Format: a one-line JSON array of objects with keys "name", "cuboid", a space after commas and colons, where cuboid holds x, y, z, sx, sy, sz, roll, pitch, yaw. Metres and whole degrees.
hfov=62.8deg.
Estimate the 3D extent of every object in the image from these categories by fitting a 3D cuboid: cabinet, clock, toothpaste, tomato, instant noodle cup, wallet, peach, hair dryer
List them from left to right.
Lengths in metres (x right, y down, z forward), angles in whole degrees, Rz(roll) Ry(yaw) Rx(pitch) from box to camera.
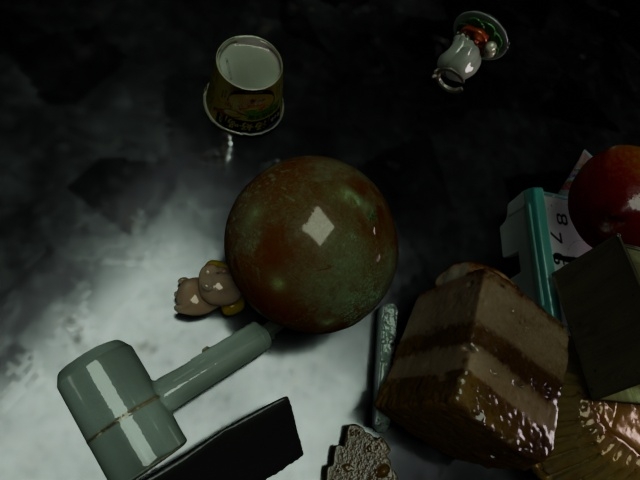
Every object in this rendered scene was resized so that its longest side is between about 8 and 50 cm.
[{"name": "hair dryer", "cuboid": [-0.174, 0.179, 0.770, 0.357, 0.107, 0.173, -28, 81, -33]}, {"name": "wallet", "cuboid": [-0.138, 0.311, 0.712, 0.244, 0.025, 0.124, -24, 123, -24]}, {"name": "instant noodle cup", "cuboid": [-0.130, -0.280, 0.930, 0.151, 0.122, 0.152, 6, 66, -13]}, {"name": "tomato", "cuboid": [0.000, 0.000, 0.783, 0.270, 0.222, 0.270, 22, 53, -32]}, {"name": "clock", "cuboid": [0.467, 0.051, 0.988, 0.231, 0.116, 0.262, 8, 69, -18]}, {"name": "toothpaste", "cuboid": [0.551, -0.123, 1.114, 0.067, 0.043, 0.194, 44, 59, 5]}, {"name": "peach", "cuboid": [0.508, -0.061, 0.878, 0.197, 0.197, 0.197, 6, 68, -14]}, {"name": "cabinet", "cuboid": [0.498, 0.122, 0.801, 0.174, 0.148, 0.215, 11, 54, -20]}]

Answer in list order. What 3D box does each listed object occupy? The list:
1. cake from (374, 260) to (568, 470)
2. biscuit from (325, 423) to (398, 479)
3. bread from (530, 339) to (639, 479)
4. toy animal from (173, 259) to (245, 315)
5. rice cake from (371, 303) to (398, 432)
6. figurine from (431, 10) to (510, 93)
[{"name": "cake", "cuboid": [0.244, 0.177, 0.820, 0.198, 0.196, 0.293, 33, 59, -13]}, {"name": "biscuit", "cuboid": [0.053, 0.350, 0.796, 0.130, 0.019, 0.119, -33, 82, -25]}, {"name": "bread", "cuboid": [0.444, 0.289, 0.864, 0.274, 0.149, 0.274, 9, 63, -19]}, {"name": "toy animal", "cuboid": [-0.168, 0.066, 0.808, 0.114, 0.082, 0.091, -2, 71, -16]}, {"name": "rice cake", "cuboid": [0.104, 0.204, 0.860, 0.033, 0.033, 0.208, 11, 67, -10]}, {"name": "figurine", "cuboid": [0.307, -0.385, 1.109, 0.132, 0.132, 0.154, 36, 77, 0]}]
